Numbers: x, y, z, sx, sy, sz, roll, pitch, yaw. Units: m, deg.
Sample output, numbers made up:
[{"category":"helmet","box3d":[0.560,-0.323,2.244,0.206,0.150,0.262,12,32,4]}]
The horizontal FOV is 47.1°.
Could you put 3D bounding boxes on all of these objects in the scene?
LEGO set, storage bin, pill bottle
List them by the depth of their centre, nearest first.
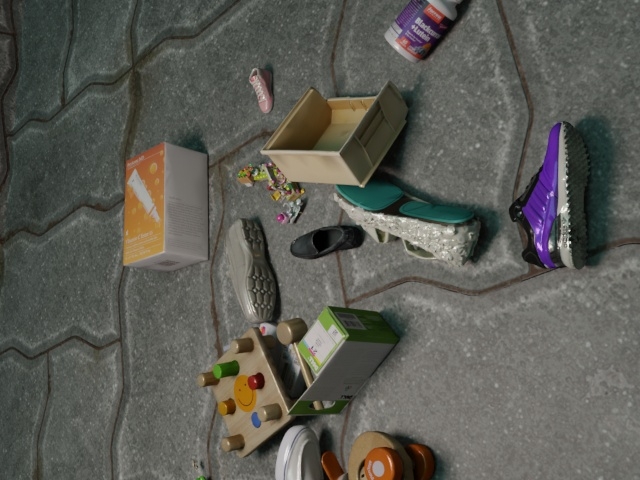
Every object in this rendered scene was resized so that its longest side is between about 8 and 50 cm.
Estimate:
[{"category":"pill bottle","box3d":[0.248,-0.521,1.712,0.193,0.108,0.108,-49,52,24]},{"category":"storage bin","box3d":[0.041,-0.263,1.776,0.262,0.123,0.260,7,55,44]},{"category":"LEGO set","box3d":[-0.152,-0.166,2.012,0.287,0.107,0.132,41,109,41]}]

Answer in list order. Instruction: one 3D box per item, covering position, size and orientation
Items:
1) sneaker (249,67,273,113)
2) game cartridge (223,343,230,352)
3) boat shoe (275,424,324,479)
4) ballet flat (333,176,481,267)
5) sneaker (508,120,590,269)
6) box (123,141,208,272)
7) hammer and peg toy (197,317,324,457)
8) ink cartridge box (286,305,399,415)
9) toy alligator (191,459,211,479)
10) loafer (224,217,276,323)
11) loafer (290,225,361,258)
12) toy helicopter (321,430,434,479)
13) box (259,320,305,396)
[{"category":"sneaker","box3d":[-0.175,-0.437,2.122,0.051,0.070,0.134,-12,73,39]},{"category":"game cartridge","box3d":[-0.218,0.294,1.986,0.056,0.083,0.017,-24,60,39]},{"category":"boat shoe","box3d":[-0.012,0.615,1.683,0.156,0.136,0.367,-5,80,43]},{"category":"ballet flat","box3d":[0.179,-0.037,1.662,0.409,0.147,0.147,24,97,45]},{"category":"sneaker","box3d":[0.437,-0.087,1.439,0.146,0.102,0.293,-5,77,44]},{"category":"box","box3d":[-0.474,-0.096,2.259,0.215,0.168,0.345,-17,69,40]},{"category":"hammer and peg toy","box3d":[-0.150,0.361,1.821,0.361,0.127,0.266,-45,60,38]},{"category":"ink cartridge box","box3d":[0.029,0.281,1.681,0.255,0.189,0.097,-55,51,20]},{"category":"toy alligator","box3d":[-0.309,0.684,2.010,0.051,0.056,0.189,-16,60,-5]},{"category":"loafer","box3d":[-0.199,0.091,2.005,0.111,0.112,0.319,-40,48,36]},{"category":"loafer","box3d":[0.000,0.000,1.849,0.223,0.078,0.076,-12,72,41]},{"category":"toy helicopter","box3d":[0.104,0.590,1.581,0.235,0.140,0.355,-1,82,45]},{"category":"box","box3d":[-0.103,0.304,1.906,0.186,0.038,0.145,19,94,43]}]
